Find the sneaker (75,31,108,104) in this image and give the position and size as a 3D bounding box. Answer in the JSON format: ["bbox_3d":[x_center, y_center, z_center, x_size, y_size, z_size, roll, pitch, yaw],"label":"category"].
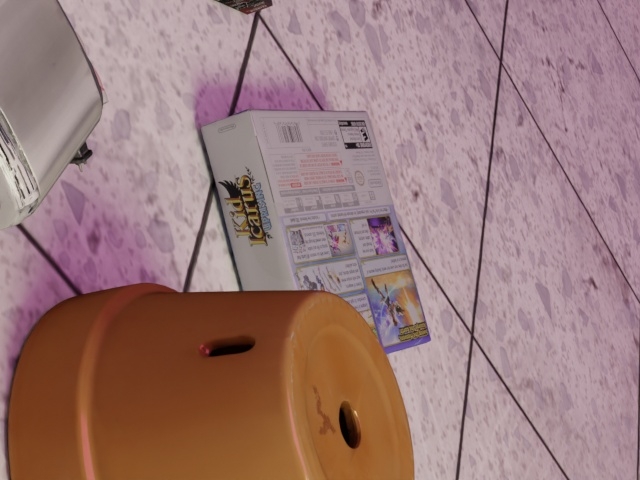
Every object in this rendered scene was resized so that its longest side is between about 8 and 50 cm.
[{"bbox_3d":[-0.212,-0.125,1.415,0.070,0.051,0.134,70,22,-3],"label":"sneaker"}]

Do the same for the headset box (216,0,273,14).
[{"bbox_3d":[-0.079,-0.257,1.791,0.083,0.032,0.062,13,64,-63],"label":"headset box"}]

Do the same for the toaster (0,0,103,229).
[{"bbox_3d":[-0.242,-0.101,1.250,0.227,0.129,0.146,64,30,-31],"label":"toaster"}]

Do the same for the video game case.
[{"bbox_3d":[0.000,0.000,1.763,0.269,0.061,0.244,-7,80,-65],"label":"video game case"}]

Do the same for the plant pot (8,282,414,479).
[{"bbox_3d":[-0.062,0.158,1.371,0.291,0.203,0.291,43,38,-49],"label":"plant pot"}]
